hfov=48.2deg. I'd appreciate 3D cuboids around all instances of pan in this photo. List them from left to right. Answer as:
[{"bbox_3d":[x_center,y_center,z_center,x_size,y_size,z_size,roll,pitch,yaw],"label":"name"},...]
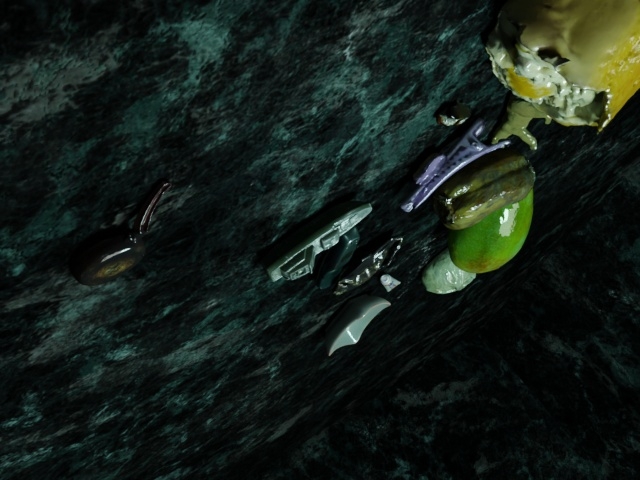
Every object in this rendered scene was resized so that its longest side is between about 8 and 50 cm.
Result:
[{"bbox_3d":[-0.278,-0.004,1.047,0.212,0.040,0.115,-45,164,17],"label":"pan"}]

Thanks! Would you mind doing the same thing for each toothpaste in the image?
[{"bbox_3d":[0.210,0.127,2.169,0.052,0.033,0.218,-36,164,5],"label":"toothpaste"}]

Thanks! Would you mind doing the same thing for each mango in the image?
[{"bbox_3d":[0.486,-0.062,2.003,0.225,0.201,0.382,-4,135,-21],"label":"mango"}]

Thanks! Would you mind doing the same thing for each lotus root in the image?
[{"bbox_3d":[0.402,-0.133,1.768,0.274,0.152,0.160,-22,158,-17],"label":"lotus root"}]

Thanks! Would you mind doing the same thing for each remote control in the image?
[{"bbox_3d":[0.040,0.041,1.674,0.072,0.042,0.222,-27,156,-32],"label":"remote control"}]

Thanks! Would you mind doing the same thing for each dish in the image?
[{"bbox_3d":[0.096,0.240,2.142,0.151,0.077,0.212,-17,150,-49],"label":"dish"}]

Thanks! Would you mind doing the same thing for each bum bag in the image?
[{"bbox_3d":[0.112,0.064,1.807,0.248,0.069,0.102,-35,-176,-28],"label":"bum bag"}]

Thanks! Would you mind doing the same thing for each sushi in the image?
[{"bbox_3d":[0.264,-0.256,1.453,0.083,0.044,0.046,-13,170,-46],"label":"sushi"}]

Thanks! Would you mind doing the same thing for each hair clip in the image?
[{"bbox_3d":[0.283,-0.171,1.597,0.278,0.090,0.137,-34,173,9],"label":"hair clip"}]

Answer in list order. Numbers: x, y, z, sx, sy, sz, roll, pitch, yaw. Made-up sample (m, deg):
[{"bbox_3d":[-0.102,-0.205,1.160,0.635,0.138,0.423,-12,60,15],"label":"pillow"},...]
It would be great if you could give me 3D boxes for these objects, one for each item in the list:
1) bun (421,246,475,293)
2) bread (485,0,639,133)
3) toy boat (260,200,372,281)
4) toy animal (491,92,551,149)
[{"bbox_3d":[0.438,0.107,2.373,0.204,0.126,0.212,-42,160,13],"label":"bun"},{"bbox_3d":[0.521,-0.394,1.273,0.394,0.250,0.361,-43,160,8],"label":"bread"},{"bbox_3d":[0.000,0.000,1.458,0.260,0.085,0.078,-34,159,-12],"label":"toy boat"},{"bbox_3d":[0.462,-0.286,1.653,0.100,0.103,0.219,-1,157,0],"label":"toy animal"}]
